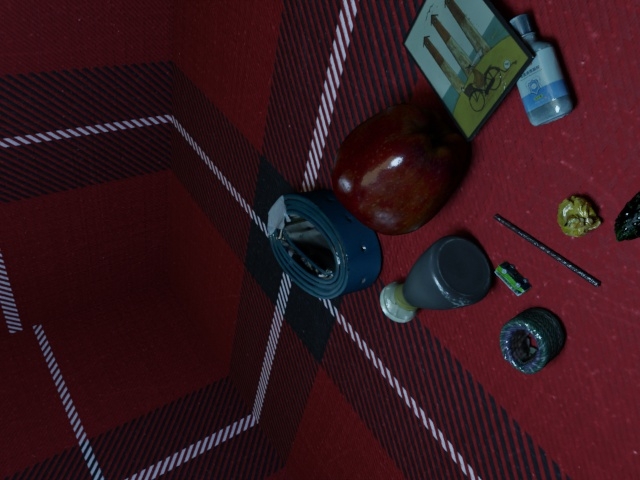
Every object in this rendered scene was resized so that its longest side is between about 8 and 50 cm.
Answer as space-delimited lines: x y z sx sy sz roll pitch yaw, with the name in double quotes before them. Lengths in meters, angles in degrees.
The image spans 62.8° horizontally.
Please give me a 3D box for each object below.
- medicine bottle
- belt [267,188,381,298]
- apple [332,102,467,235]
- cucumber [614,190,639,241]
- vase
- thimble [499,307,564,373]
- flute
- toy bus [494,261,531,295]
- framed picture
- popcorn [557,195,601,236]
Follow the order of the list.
"medicine bottle" 0.416 -0.331 1.013 0.090 0.054 0.208 -21 87 60
"belt" 0.001 0.001 1.681 0.436 0.173 0.300 35 124 38
"apple" 0.180 -0.164 1.249 0.317 0.288 0.288 -42 70 46
"cucumber" 0.589 -0.088 0.864 0.072 0.072 0.300 57 144 21
"vase" 0.275 0.118 1.354 0.173 0.173 0.321 65 151 10
"thimble" 0.472 0.223 1.172 0.118 0.090 0.135 32 132 45
"flute" 0.480 0.017 1.130 0.269 0.014 0.014 43 137 36
"toy bus" 0.442 0.088 1.206 0.083 0.031 0.037 52 150 27
"framed picture" 0.300 -0.413 1.133 0.323 0.013 0.244 64 152 22
"popcorn" 0.493 -0.041 1.023 0.084 0.084 0.084 30 129 45
